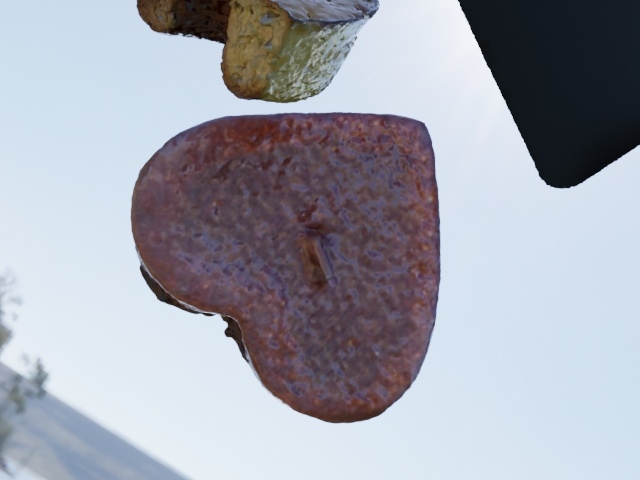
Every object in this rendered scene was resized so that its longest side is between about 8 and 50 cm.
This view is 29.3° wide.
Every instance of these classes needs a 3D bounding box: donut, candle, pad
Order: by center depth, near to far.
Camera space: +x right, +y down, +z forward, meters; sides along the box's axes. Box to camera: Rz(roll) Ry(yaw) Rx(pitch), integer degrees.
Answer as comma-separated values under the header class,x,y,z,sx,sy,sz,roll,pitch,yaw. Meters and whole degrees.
class,x,y,z,sx,sy,sz,roll,pitch,yaw
donut,-0.044,-0.167,0.905,0.141,0.085,0.217,0,30,-35
candle,0.000,0.000,1.121,0.317,0.287,0.131,47,-9,-3
pad,0.273,-0.263,1.153,0.375,0.315,0.063,59,-1,-36
